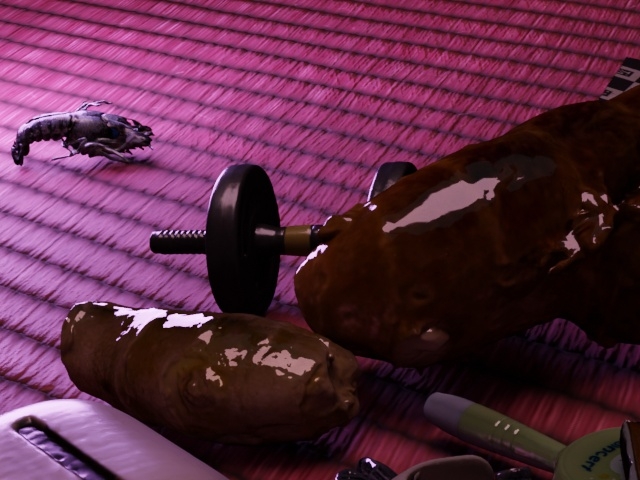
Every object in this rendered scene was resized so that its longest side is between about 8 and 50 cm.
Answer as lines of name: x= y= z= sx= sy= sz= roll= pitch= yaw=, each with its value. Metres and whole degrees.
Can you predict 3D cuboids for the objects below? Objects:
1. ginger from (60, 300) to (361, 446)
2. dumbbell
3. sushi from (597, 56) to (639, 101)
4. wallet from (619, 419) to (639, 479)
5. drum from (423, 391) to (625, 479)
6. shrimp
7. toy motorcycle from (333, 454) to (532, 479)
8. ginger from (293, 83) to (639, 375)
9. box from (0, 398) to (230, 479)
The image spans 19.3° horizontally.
ginger: x=-0.093 y=0.106 z=1.520 sx=0.263 sy=0.109 sz=0.116 roll=9 pitch=54 yaw=35
dumbbell: x=0.000 y=0.000 z=1.705 sx=0.325 sy=0.143 sz=0.143 roll=0 pitch=23 yaw=16
sushi: x=0.399 y=-0.132 z=2.054 sx=0.193 sy=0.040 sz=0.210 roll=15 pitch=27 yaw=11
wallet: x=0.329 y=0.174 z=1.254 sx=0.255 sy=0.031 sz=0.137 roll=6 pitch=30 yaw=1
drum: x=0.164 y=0.169 z=1.366 sx=0.253 sy=0.049 sz=0.130 roll=9 pitch=27 yaw=31
shrimp: x=-0.278 y=-0.120 z=2.180 sx=0.174 sy=0.076 sz=0.082 roll=-4 pitch=44 yaw=7
toy motorcycle: x=0.100 y=0.209 z=1.243 sx=0.157 sy=0.091 sz=0.263 roll=-6 pitch=22 yaw=-21
ginger: x=0.191 y=0.012 z=1.542 sx=0.418 sy=0.176 sz=0.254 roll=-20 pitch=53 yaw=-19
box: x=-0.219 y=0.227 z=1.209 sx=0.349 sy=0.141 sz=0.289 roll=-20 pitch=25 yaw=-31
